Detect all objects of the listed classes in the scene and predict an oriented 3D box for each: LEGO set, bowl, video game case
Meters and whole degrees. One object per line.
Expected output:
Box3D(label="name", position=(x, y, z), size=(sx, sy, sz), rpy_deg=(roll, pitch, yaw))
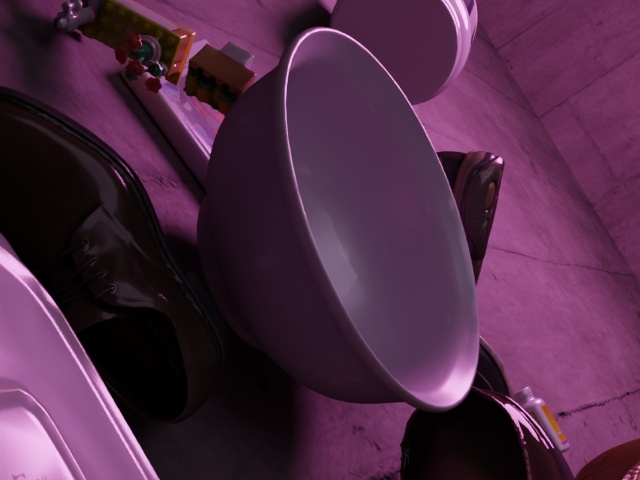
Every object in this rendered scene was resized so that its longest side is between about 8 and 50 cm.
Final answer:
Box3D(label="LEGO set", position=(-0.173, -0.194, 0.815), size=(0.287, 0.132, 0.107), rpy_deg=(61, 28, -6))
Box3D(label="bowl", position=(0.000, 0.000, 0.840), size=(0.298, 0.134, 0.298), rpy_deg=(42, 38, -45))
Box3D(label="video game case", position=(-0.080, -0.087, 0.997), size=(0.201, 0.023, 0.183), rpy_deg=(54, 20, -6))

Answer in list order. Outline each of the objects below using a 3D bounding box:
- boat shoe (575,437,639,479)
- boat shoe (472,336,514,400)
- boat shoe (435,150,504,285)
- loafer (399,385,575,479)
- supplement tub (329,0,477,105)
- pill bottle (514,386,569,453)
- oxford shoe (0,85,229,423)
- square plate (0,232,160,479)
Box3D(label="boat shoe", position=(0.354, 0.317, 1.288), size=(0.089, 0.104, 0.285), rpy_deg=(60, 30, -2))
Box3D(label="boat shoe", position=(0.128, 0.114, 1.149), size=(0.065, 0.075, 0.206), rpy_deg=(-45, 112, -26))
Box3D(label="boat shoe", position=(0.122, -0.033, 1.192), size=(0.355, 0.130, 0.132), rpy_deg=(66, 38, -77))
Box3D(label="loafer", position=(0.113, 0.231, 0.787), size=(0.130, 0.133, 0.366), rpy_deg=(43, 24, -30))
Box3D(label="supplement tub", position=(0.116, -0.292, 1.525), size=(0.191, 0.191, 0.272), rpy_deg=(53, 19, -9))
Box3D(label="pill bottle", position=(0.248, 0.211, 1.267), size=(0.083, 0.043, 0.043), rpy_deg=(61, 20, 13))
Box3D(label="oxford shoe", position=(-0.133, 0.009, 0.624), size=(0.227, 0.082, 0.096), rpy_deg=(51, 15, -14))
Box3D(label="square plate", position=(-0.124, 0.112, 0.424), size=(0.344, 0.049, 0.347), rpy_deg=(57, 5, 8))
